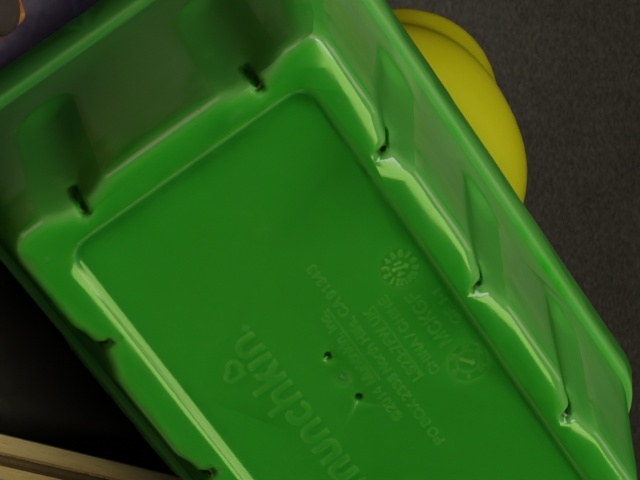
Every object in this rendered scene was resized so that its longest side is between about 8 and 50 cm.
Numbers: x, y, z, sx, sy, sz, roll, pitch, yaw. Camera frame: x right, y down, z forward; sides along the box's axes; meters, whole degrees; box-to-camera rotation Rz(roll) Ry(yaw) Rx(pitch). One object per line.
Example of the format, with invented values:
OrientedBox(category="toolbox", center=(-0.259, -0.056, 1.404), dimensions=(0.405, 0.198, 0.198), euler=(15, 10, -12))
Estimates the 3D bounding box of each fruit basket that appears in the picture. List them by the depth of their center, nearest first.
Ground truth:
OrientedBox(category="fruit basket", center=(0.000, 0.000, 0.951), dimensions=(0.283, 0.392, 0.392), euler=(-35, 125, 3))

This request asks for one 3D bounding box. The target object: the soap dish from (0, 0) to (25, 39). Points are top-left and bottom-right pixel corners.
OrientedBox(category="soap dish", center=(-0.261, -0.107, 0.697), dimensions=(0.291, 0.118, 0.229), euler=(-48, 142, -31))

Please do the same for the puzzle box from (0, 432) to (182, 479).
OrientedBox(category="puzzle box", center=(-0.169, 0.239, 0.914), dimensions=(0.409, 0.052, 0.272), euler=(21, 79, -45))
